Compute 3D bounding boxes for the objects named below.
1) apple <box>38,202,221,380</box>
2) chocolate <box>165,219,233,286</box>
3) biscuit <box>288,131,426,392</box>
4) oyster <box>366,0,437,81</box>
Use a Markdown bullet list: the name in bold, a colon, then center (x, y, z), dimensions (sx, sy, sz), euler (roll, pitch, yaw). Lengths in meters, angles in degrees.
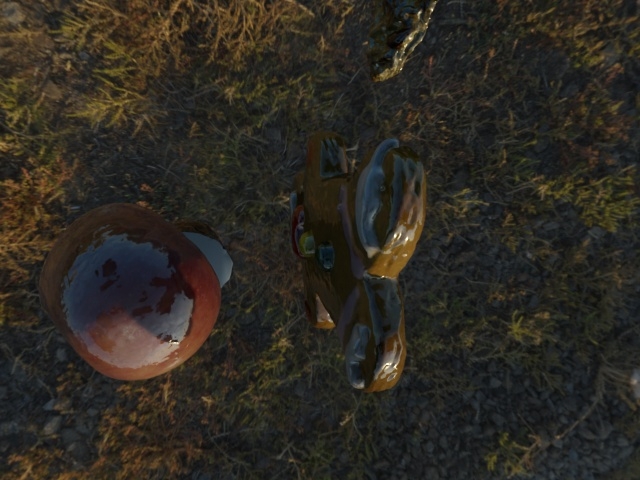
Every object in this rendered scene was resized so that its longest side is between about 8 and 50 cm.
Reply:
- **apple**: center (-0.316, 0.085, 0.697), dimensions (0.305, 0.306, 0.235), euler (46, 70, -10)
- **chocolate**: center (-0.399, 0.065, 0.966), dimensions (0.340, 0.210, 0.225), euler (-23, 118, -23)
- **biscuit**: center (-0.001, 0.000, 0.546), dimensions (0.064, 0.432, 0.283), euler (-3, 107, -16)
- **oyster**: center (0.092, -0.259, 0.444), dimensions (0.056, 0.105, 0.177), euler (2, 139, -19)
